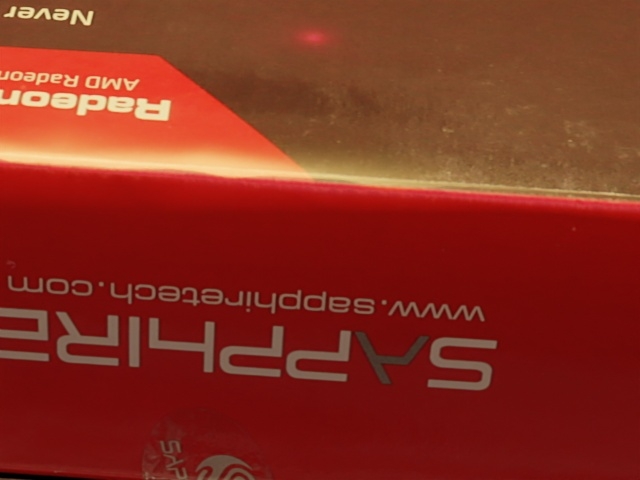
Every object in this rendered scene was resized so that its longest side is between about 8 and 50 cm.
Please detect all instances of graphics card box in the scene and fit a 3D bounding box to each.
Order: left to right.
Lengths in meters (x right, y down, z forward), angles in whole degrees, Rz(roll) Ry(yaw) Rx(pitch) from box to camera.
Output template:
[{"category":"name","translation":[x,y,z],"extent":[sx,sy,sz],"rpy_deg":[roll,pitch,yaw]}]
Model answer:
[{"category":"graphics card box","translation":[-0.011,-0.088,0.475],"extent":[0.233,0.094,0.371],"rpy_deg":[4,37,0]}]
